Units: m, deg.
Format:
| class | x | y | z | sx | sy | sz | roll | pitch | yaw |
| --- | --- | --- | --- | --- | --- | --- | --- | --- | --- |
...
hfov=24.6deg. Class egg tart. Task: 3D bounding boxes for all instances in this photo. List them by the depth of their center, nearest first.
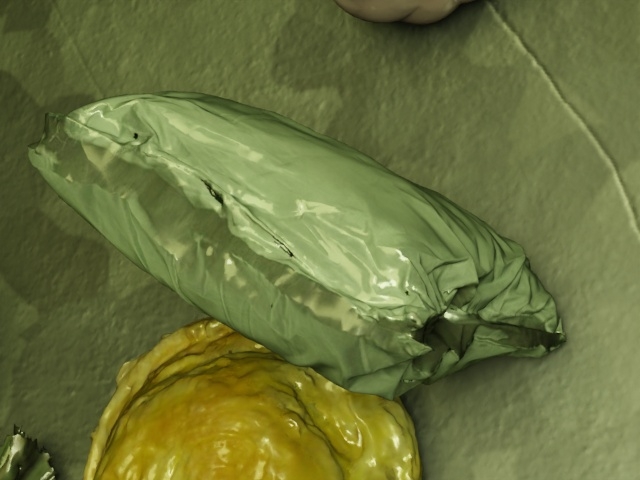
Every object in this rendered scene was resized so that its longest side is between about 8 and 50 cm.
| class | x | y | z | sx | sy | sz | roll | pitch | yaw |
| --- | --- | --- | --- | --- | --- | --- | --- | --- | --- |
| egg tart | -0.073 | 0.193 | 1.047 | 0.319 | 0.128 | 0.319 | -8 | 72 | 26 |

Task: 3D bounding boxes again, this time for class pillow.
| class | x | y | z | sx | sy | sz | roll | pitch | yaw |
| --- | --- | --- | --- | --- | --- | --- | --- | --- | --- |
| pillow | 0.000 | 0.000 | 0.990 | 0.310 | 0.283 | 0.138 | 28 | 99 | 25 |

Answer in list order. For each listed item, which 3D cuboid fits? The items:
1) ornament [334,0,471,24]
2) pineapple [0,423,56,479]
| class | x | y | z | sx | sy | sz | roll | pitch | yaw |
| --- | --- | --- | --- | --- | --- | --- | --- | --- | --- |
| ornament | 0.062 | -0.255 | 1.089 | 0.177 | 0.177 | 0.178 | -7 | 72 | 23 |
| pineapple | -0.296 | 0.314 | 1.109 | 0.175 | 0.175 | 0.361 | -12 | 61 | 22 |
